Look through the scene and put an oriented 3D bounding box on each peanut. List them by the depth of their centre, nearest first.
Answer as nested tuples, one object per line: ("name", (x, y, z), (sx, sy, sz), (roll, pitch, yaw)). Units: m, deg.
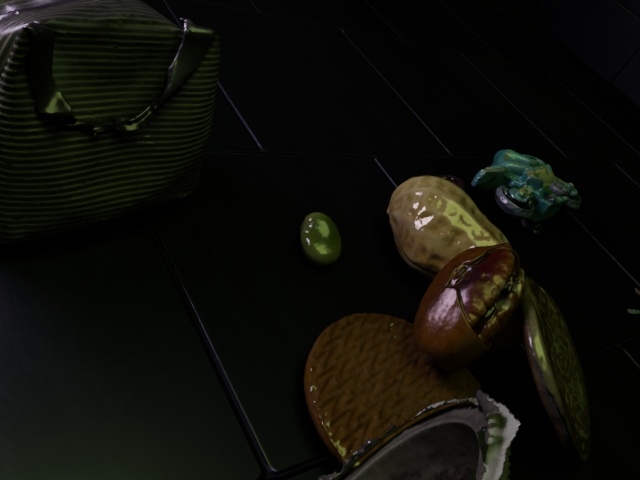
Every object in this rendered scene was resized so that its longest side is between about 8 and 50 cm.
("peanut", (0.210, 0.026, 0.929), (0.147, 0.147, 0.306), (-13, 57, -44))

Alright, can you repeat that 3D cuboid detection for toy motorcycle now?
("toy motorcycle", (0.426, -0.122, 1.277), (0.296, 0.109, 0.198), (-16, 55, -47))

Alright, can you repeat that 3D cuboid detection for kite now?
("kite", (0.658, 0.142, 1.223), (0.152, 0.005, 0.137), (15, 37, -22))

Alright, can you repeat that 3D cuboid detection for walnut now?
("walnut", (0.192, 0.076, 0.780), (0.115, 0.116, 0.207), (38, 63, 8))

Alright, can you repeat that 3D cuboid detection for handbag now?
("handbag", (-0.282, -0.174, 0.710), (0.247, 0.240, 0.340), (43, 38, 21))

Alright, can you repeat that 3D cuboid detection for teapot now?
("teapot", (0.234, -0.089, 1.151), (0.100, 0.045, 0.067), (-29, 42, -32))

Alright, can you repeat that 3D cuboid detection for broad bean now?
("broad bean", (0.000, 0.000, 0.878), (0.063, 0.045, 0.083), (7, 51, -28))

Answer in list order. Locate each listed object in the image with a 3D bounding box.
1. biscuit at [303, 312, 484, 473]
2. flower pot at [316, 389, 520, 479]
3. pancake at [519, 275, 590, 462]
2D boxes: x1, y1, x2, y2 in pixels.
("biscuit", (0.096, 0.195, 0.725), (0.261, 0.037, 0.262), (20, 38, -17))
("flower pot", (0.102, 0.295, 0.439), (0.259, 0.290, 0.290), (47, 38, 3))
("pancake", (0.315, 0.167, 0.815), (0.250, 0.031, 0.250), (39, 42, -46))
